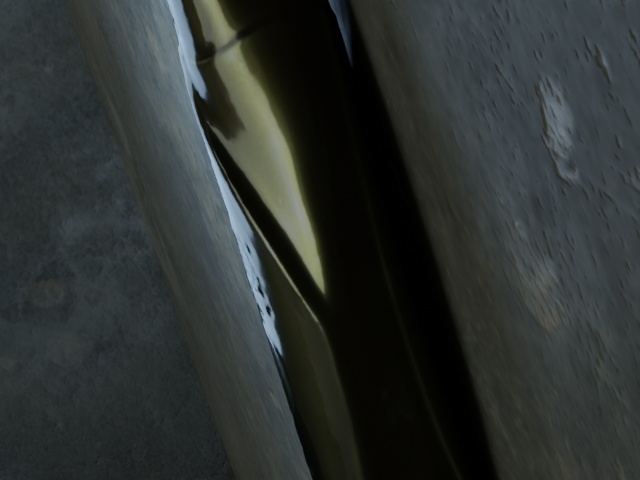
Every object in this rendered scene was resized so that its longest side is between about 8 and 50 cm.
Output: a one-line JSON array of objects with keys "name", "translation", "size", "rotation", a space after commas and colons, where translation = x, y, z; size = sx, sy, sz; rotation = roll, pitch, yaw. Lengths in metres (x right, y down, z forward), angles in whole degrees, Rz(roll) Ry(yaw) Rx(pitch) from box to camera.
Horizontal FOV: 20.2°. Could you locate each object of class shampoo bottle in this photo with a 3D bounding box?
[{"name": "shampoo bottle", "translation": [0.000, 0.000, 0.905], "size": [0.125, 0.084, 0.350], "rotation": [-128, 19, -67]}]
